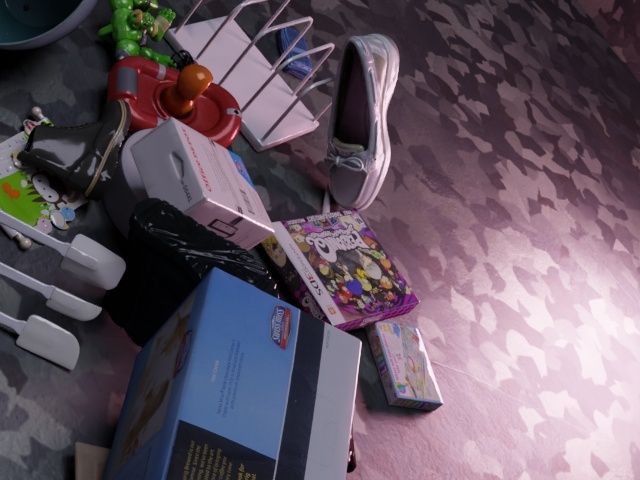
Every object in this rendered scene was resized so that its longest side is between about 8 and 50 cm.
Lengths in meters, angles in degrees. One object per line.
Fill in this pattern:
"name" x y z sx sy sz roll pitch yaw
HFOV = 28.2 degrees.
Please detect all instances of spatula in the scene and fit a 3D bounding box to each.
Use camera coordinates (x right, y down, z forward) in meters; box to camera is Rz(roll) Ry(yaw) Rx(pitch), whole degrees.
"spatula" -0.394 0.045 1.670 0.242 0.168 0.019 29 -4 -17

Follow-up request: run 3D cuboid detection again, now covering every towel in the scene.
"towel" -0.049 -0.370 2.506 0.067 0.029 0.119 18 43 -34

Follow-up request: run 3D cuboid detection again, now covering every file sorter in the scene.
"file sorter" -0.099 -0.335 2.297 0.277 0.173 0.193 51 36 8

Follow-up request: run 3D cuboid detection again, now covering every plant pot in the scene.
"plant pot" -0.457 -0.422 1.974 0.290 0.290 0.195 50 1 7

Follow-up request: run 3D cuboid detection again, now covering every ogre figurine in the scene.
"ogre figurine" -0.310 -0.349 2.172 0.118 0.097 0.197 16 76 -52

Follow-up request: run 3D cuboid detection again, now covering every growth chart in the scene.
"growth chart" -0.419 -0.090 1.862 0.172 0.021 0.237 43 36 -5

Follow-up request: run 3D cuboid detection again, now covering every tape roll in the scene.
"tape roll" -0.231 -0.069 1.985 0.219 0.072 0.219 27 40 -25

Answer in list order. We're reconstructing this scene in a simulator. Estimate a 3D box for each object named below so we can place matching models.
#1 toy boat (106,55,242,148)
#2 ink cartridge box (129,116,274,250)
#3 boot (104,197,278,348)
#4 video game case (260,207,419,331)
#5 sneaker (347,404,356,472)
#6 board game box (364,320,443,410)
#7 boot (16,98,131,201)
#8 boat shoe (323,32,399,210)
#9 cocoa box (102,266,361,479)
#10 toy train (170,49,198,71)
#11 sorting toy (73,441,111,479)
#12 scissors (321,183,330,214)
"toy boat" -0.225 -0.232 2.072 0.231 0.151 0.151 18 54 -33
"ink cartridge box" -0.171 -0.073 1.856 0.203 0.086 0.148 27 34 -59
"boot" -0.181 0.082 1.737 0.246 0.207 0.094 35 44 14
"video game case" 0.031 0.049 2.123 0.232 0.042 0.210 -10 61 -47
"sneaker" -0.048 0.275 1.803 0.281 0.106 0.162 15 48 -36
"board game box" 0.139 0.207 2.122 0.103 0.026 0.154 13 46 -37
"boot" -0.367 -0.165 1.910 0.137 0.077 0.198 26 40 -19
"boat shoe" 0.060 -0.205 2.239 0.118 0.320 0.103 24 23 33
"cocoa box" -0.115 0.256 1.538 0.228 0.231 0.347 28 42 -18
"toy train" -0.225 -0.295 2.182 0.027 0.036 0.158 51 -2 10
"sorting toy" -0.231 0.353 1.590 0.348 0.047 0.196 20 39 -31
"scissors" 0.000 0.000 2.192 0.109 0.021 0.297 17 46 -31
